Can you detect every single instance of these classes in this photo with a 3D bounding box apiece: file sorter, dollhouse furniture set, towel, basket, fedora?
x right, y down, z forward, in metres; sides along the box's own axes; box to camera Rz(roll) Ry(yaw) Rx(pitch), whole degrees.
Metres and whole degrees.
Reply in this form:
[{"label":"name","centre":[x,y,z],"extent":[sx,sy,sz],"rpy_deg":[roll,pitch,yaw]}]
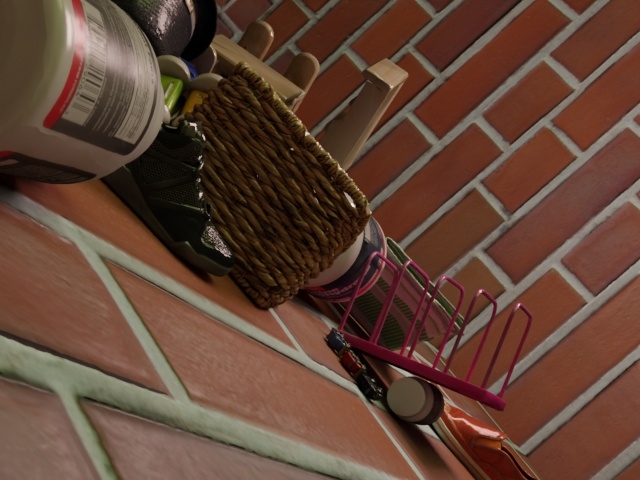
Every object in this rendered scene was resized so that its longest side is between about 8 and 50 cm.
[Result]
[{"label":"file sorter","centre":[0.204,0.155,1.707],"extent":[0.291,0.182,0.202],"rpy_deg":[20,-6,23]},{"label":"dollhouse furniture set","centre":[-0.058,-0.343,2.043],"extent":[0.394,0.256,0.362],"rpy_deg":[35,24,4]},{"label":"towel","centre":[0.138,0.124,1.984],"extent":[0.248,0.038,0.325],"rpy_deg":[48,-26,-7]},{"label":"basket","centre":[-0.081,-0.076,1.445],"extent":[0.299,0.223,0.213],"rpy_deg":[48,5,8]},{"label":"fedora","centre":[-0.344,-0.384,1.749],"extent":[0.334,0.334,0.152],"rpy_deg":[43,43,-45]}]

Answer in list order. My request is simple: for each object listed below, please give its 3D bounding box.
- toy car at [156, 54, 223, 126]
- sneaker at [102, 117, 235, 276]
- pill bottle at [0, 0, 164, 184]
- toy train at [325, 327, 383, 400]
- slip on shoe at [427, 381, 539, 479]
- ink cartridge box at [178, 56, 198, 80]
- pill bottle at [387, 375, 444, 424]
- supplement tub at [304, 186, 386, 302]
[{"label":"toy car","centre":[-0.240,-0.206,1.605],"extent":[0.182,0.136,0.159],"rpy_deg":[22,48,-7]},{"label":"sneaker","centre":[-0.161,-0.063,1.186],"extent":[0.227,0.130,0.087],"rpy_deg":[49,6,-14]},{"label":"pill bottle","centre":[-0.237,-0.139,0.811],"extent":[0.176,0.176,0.318],"rpy_deg":[49,4,6]},{"label":"toy train","centre":[0.051,0.201,1.581],"extent":[0.036,0.027,0.158],"rpy_deg":[27,20,-47]},{"label":"slip on shoe","centre":[0.318,0.401,1.903],"extent":[0.331,0.101,0.123],"rpy_deg":[48,6,14]},{"label":"ink cartridge box","centre":[-0.169,-0.189,1.809],"extent":[0.165,0.065,0.332],"rpy_deg":[-71,140,-83]},{"label":"pill bottle","centre":[0.162,0.274,1.658],"extent":[0.078,0.078,0.137],"rpy_deg":[50,5,23]},{"label":"supplement tub","centre":[0.000,0.000,1.728],"extent":[0.191,0.191,0.272],"rpy_deg":[50,5,21]}]
